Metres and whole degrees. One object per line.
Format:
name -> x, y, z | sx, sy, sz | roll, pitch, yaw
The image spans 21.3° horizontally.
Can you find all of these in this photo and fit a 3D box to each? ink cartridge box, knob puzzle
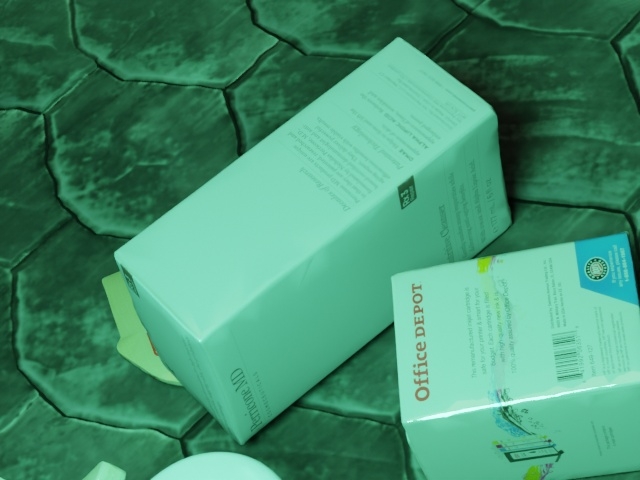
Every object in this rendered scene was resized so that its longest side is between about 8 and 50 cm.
ink cartridge box -> 0.199, 0.123, 1.625 | 0.233, 0.168, 0.171 | -10, 53, 12
knob puzzle -> -0.128, 0.088, 1.844 | 0.213, 0.030, 0.213 | -5, 54, 7

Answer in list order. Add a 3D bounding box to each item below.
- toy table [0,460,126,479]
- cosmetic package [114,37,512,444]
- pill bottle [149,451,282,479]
toy table -> -0.272, 0.326, 1.611 | 0.274, 0.252, 0.161 | -29, 32, 39
cosmetic package -> 0.000, 0.000, 1.731 | 0.385, 0.217, 0.156 | -40, 57, -15
pill bottle -> -0.061, 0.319, 1.502 | 0.161, 0.283, 0.161 | -9, 54, 12
